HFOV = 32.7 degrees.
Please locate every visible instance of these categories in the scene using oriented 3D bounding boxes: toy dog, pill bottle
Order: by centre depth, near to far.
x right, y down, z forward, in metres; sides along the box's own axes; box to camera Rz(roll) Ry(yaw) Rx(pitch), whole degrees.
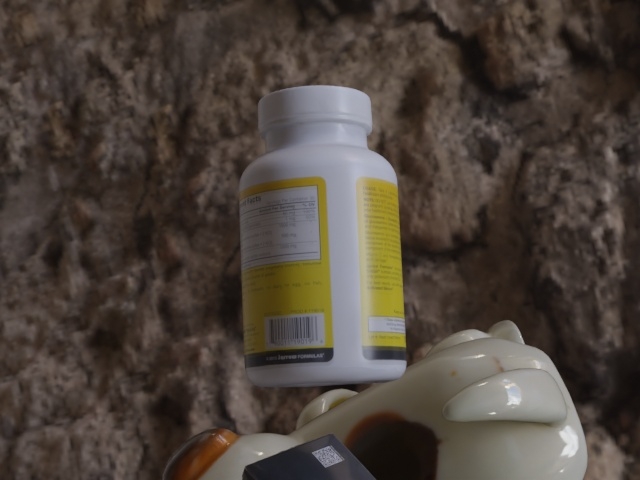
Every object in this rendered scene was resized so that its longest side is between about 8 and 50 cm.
[{"bbox_3d":[0.000,0.000,0.698,0.103,0.103,0.184,16,70,-63],"label":"pill bottle"},{"bbox_3d":[0.053,0.267,1.069,0.395,0.407,0.285,74,-4,-78],"label":"toy dog"}]

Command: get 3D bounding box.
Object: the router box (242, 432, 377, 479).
[{"bbox_3d":[0.042,0.317,0.694,0.081,0.309,0.243,-13,133,-38],"label":"router box"}]
